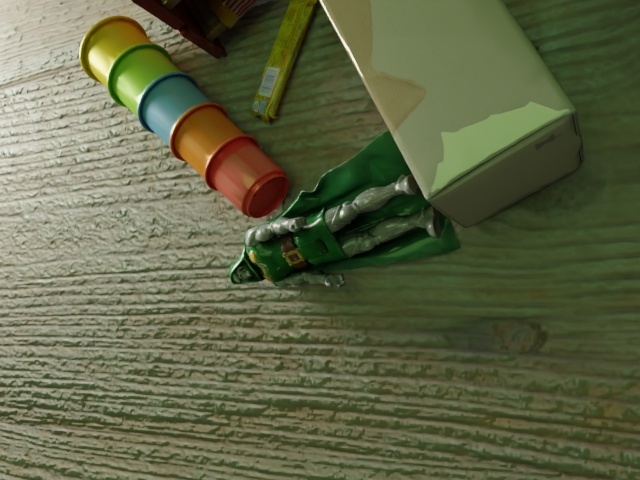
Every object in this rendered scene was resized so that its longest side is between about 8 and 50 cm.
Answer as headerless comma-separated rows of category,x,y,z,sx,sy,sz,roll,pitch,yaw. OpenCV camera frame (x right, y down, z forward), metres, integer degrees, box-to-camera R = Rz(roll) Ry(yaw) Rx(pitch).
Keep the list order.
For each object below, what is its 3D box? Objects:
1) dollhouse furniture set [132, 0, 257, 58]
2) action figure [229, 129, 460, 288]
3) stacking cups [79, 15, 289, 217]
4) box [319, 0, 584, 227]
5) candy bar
dollhouse furniture set,-0.169,-0.427,0.668,0.201,0.152,0.374,-38,67,16
action figure,0.000,0.000,0.552,0.232,0.063,0.137,-22,113,30
stacking cups,-0.158,-0.143,0.664,0.316,0.096,0.096,44,102,20
box,0.096,-0.179,0.502,0.121,0.148,0.311,-31,68,19
candy bar,-0.042,-0.213,0.646,0.040,0.018,0.161,21,92,31
